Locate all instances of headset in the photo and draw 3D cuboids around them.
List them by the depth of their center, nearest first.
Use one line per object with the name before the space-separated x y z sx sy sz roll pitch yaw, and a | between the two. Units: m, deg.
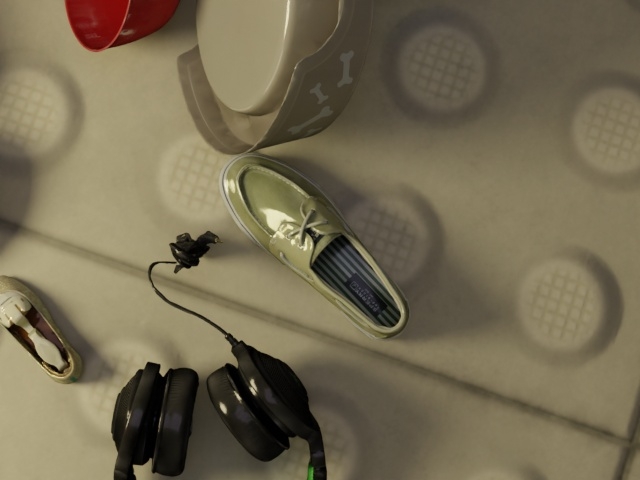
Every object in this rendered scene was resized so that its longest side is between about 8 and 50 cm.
headset | -0.129 0.191 1.272 0.243 0.185 0.394 -10 99 -2

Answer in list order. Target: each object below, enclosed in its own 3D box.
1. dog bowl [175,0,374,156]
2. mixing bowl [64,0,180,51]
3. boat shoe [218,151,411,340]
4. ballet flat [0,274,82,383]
dog bowl | -0.059 -0.271 1.223 0.102 0.349 0.349 -3 82 -30
mixing bowl | -0.230 -0.317 1.306 0.098 0.181 0.181 -3 82 -38
boat shoe | 0.000 0.000 1.304 0.302 0.094 0.109 42 82 1
ballet flat | -0.346 0.102 1.285 0.168 0.052 0.057 45 82 2
